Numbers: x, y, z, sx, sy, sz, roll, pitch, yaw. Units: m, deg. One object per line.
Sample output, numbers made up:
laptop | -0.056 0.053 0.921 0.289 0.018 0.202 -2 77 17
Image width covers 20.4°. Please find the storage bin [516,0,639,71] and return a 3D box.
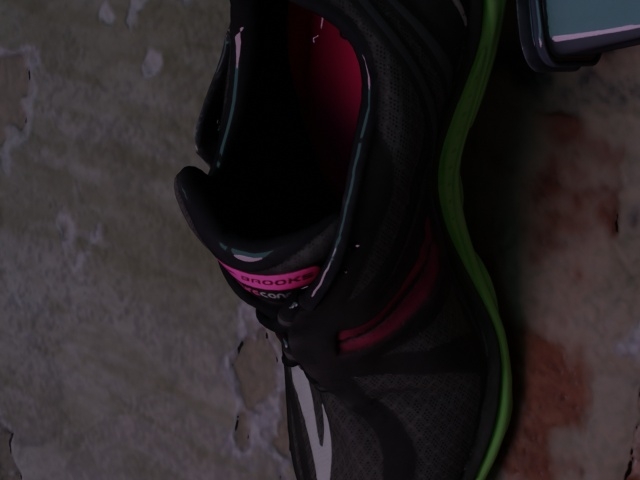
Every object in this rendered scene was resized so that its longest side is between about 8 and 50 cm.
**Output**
storage bin | 0.165 -0.168 1.015 0.091 0.098 0.135 -4 92 35

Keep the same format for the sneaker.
sneaker | 0.000 0.000 1.086 0.185 0.202 0.482 21 126 41
